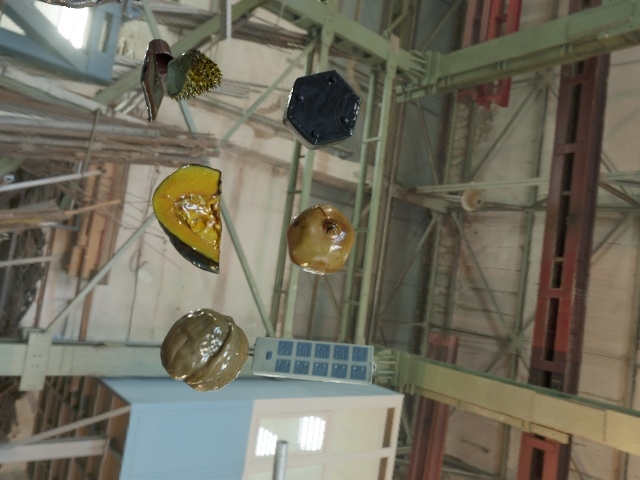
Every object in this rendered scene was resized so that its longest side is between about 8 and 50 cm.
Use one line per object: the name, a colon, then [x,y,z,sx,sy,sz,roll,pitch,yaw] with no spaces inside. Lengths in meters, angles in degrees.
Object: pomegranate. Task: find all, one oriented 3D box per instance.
pomegranate: [0.000,0.001,1.514,0.209,0.209,0.209,-17,-112,48]

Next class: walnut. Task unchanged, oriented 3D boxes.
walnut: [-0.393,0.374,1.792,0.285,0.296,0.285,-29,-146,22]

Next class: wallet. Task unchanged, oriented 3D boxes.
wallet: [-0.548,-0.504,1.690,0.255,0.031,0.137,124,-23,-70]

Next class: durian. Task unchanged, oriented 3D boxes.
durian: [-0.399,-0.498,1.574,0.252,0.144,0.139,8,-52,59]

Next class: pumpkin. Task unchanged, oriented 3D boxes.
pumpkin: [-0.333,-0.036,1.300,0.148,0.169,0.312,108,-21,-48]

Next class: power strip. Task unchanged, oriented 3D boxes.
power strip: [-0.028,0.334,1.446,0.043,0.368,0.106,81,14,-65]

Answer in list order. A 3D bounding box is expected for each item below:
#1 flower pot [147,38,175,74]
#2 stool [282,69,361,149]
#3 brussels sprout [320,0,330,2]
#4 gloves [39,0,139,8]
flower pot: [-0.578,-0.670,1.870,0.111,0.111,0.089,-36,-124,41]
stool: [0.004,-0.386,1.547,0.141,0.232,0.232,-166,-92,-80]
brussels sprout: [0.030,-0.691,1.416,0.085,0.058,0.085,180,-90,-83]
gloves: [-0.469,-0.510,1.006,0.142,0.286,0.119,-131,-134,-77]
